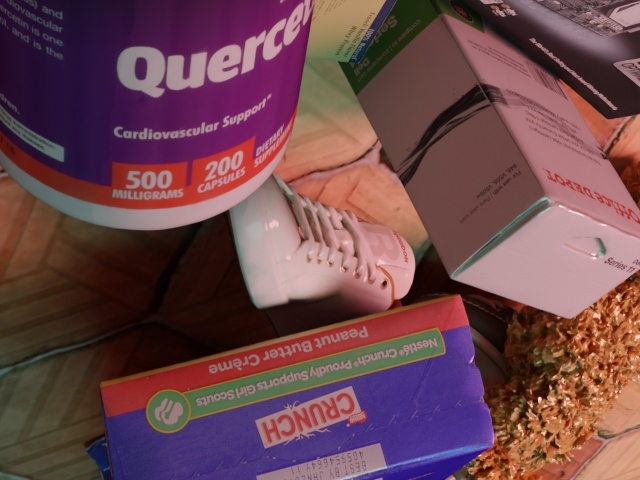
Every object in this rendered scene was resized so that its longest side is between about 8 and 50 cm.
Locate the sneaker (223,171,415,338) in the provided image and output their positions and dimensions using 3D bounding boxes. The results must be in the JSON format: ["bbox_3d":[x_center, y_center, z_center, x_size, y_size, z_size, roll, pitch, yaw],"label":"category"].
[{"bbox_3d":[0.000,0.000,1.099,0.123,0.106,0.290,-19,158,4],"label":"sneaker"}]

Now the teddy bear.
[{"bbox_3d":[0.227,0.097,1.251,0.338,0.113,0.245,-47,147,-17],"label":"teddy bear"}]

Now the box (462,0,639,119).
[{"bbox_3d":[0.225,-0.175,0.921,0.242,0.076,0.307,-4,161,35],"label":"box"}]

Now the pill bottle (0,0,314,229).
[{"bbox_3d":[-0.086,-0.165,0.741,0.181,0.181,0.323,-13,145,-18],"label":"pill bottle"}]

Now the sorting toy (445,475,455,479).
[{"bbox_3d":[0.108,0.337,1.698,0.193,0.038,0.208,-29,147,5],"label":"sorting toy"}]

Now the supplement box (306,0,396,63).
[{"bbox_3d":[-0.002,-0.160,0.916,0.083,0.056,0.083,1,139,-33],"label":"supplement box"}]

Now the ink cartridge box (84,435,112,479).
[{"bbox_3d":[-0.084,0.211,1.390,0.223,0.045,0.224,-23,147,-2],"label":"ink cartridge box"}]

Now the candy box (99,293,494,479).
[{"bbox_3d":[-0.029,0.159,1.160,0.268,0.122,0.317,-12,167,-9],"label":"candy box"}]

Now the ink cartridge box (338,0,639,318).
[{"bbox_3d":[0.117,-0.062,0.991,0.087,0.208,0.153,-42,143,24],"label":"ink cartridge box"}]

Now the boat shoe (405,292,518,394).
[{"bbox_3d":[0.157,0.108,1.384,0.112,0.095,0.335,1,153,27],"label":"boat shoe"}]
